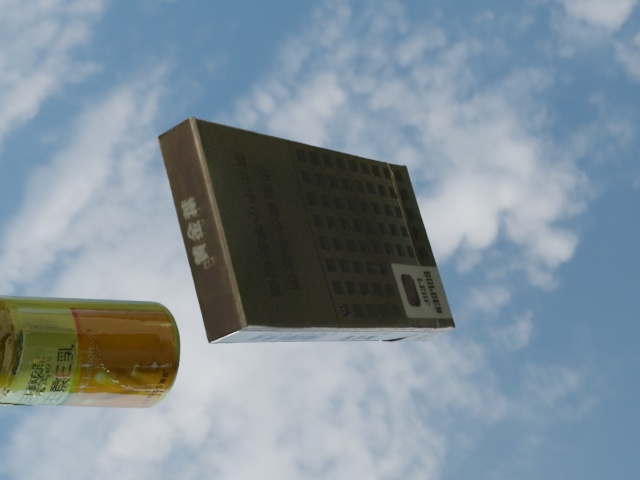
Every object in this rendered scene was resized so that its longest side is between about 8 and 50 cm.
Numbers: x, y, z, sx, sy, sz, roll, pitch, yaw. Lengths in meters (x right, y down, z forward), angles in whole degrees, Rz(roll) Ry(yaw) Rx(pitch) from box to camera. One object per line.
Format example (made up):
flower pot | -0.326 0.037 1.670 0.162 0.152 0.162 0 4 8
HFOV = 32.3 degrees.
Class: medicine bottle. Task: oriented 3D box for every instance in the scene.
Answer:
medicine bottle | -0.274 0.119 1.177 0.124 0.239 0.124 -7 -99 49

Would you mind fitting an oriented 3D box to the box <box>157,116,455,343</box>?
box | 0.001 0.001 0.979 0.047 0.325 0.180 -26 -108 31
